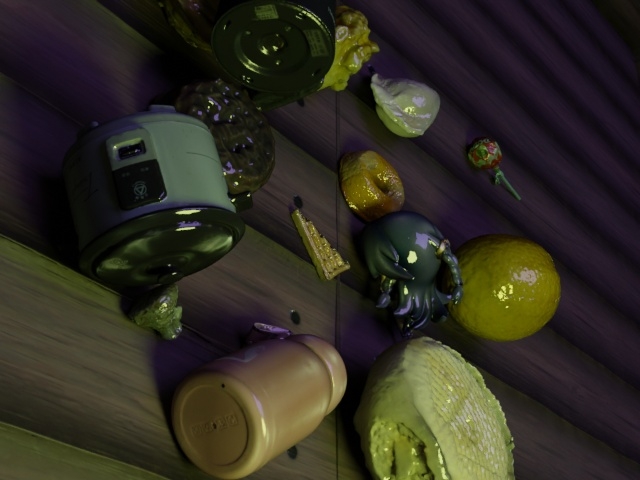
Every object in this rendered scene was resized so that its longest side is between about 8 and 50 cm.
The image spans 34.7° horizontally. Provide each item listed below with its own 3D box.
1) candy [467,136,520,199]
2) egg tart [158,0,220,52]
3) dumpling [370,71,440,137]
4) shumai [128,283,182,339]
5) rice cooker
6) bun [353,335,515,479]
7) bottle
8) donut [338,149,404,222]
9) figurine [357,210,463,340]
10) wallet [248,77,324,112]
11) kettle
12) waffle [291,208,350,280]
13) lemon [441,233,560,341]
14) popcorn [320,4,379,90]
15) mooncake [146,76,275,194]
[{"bbox_3d":[0.473,-0.181,2.723,0.084,0.078,0.288,45,2,42],"label":"candy"},{"bbox_3d":[-0.189,-0.455,1.871,0.345,0.132,0.345,31,47,-41],"label":"egg tart"},{"bbox_3d":[0.184,-0.326,2.343,0.179,0.131,0.252,35,29,-5],"label":"dumpling"},{"bbox_3d":[-0.235,0.113,1.525,0.083,0.082,0.080,-45,111,-32],"label":"shumai"},{"bbox_3d":[-0.239,-0.046,1.455,0.241,0.281,0.227,95,-21,-70],"label":"rice cooker"},{"bbox_3d":[0.190,0.363,1.856,0.364,0.202,0.364,39,35,-35],"label":"bun"},{"bbox_3d":[-0.089,0.227,1.583,0.206,0.173,0.297,39,28,19],"label":"bottle"},{"bbox_3d":[0.115,-0.117,2.160,0.178,0.065,0.162,14,59,-50],"label":"donut"},{"bbox_3d":[0.182,0.070,2.063,0.265,0.197,0.175,56,-1,-11],"label":"figurine"},{"bbox_3d":[-0.058,-0.360,1.971,0.052,0.169,0.245,49,34,-41],"label":"wallet"},{"bbox_3d":[-0.048,-0.413,1.763,0.262,0.203,0.308,38,42,-35],"label":"kettle"},{"bbox_3d":[0.000,0.000,1.967,0.097,0.023,0.152,-31,96,-58],"label":"waffle"},{"bbox_3d":[0.399,0.102,2.266,0.267,0.267,0.267,32,47,-41],"label":"lemon"},{"bbox_3d":[0.023,-0.383,2.086,0.155,0.198,0.197,61,33,-10],"label":"popcorn"},{"bbox_3d":[-0.180,-0.168,1.722,0.228,0.124,0.228,30,48,-41],"label":"mooncake"}]
